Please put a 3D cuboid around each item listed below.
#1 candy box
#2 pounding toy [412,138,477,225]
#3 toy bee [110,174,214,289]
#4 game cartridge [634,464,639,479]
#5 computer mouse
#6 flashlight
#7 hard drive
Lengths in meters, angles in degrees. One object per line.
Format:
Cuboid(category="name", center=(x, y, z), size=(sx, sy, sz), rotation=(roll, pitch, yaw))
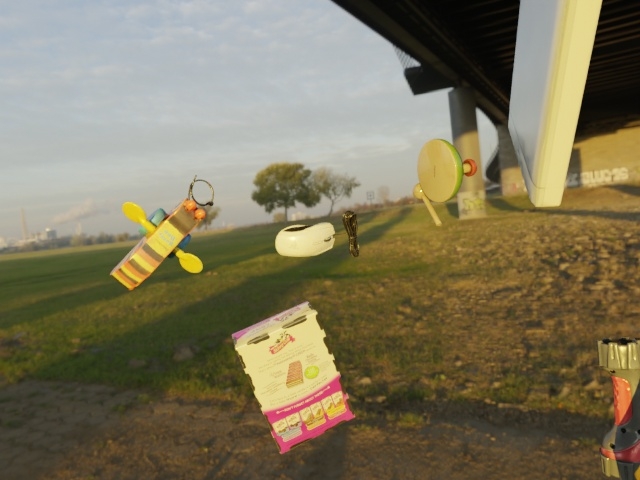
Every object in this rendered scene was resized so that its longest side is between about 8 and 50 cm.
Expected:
Cuboid(category="candy box", center=(-0.049, 0.253, 0.928), size=(0.159, 0.234, 0.071), rotation=(-22, 17, -12))
Cuboid(category="pounding toy", center=(0.375, -0.188, 1.465), size=(0.110, 0.237, 0.183), rotation=(-11, 47, -22))
Cuboid(category="toy bee", center=(-0.316, -0.034, 1.039), size=(0.195, 0.299, 0.162), rotation=(24, -19, -28))
Cuboid(category="game cartridge", center=(0.663, 0.384, 0.799), size=(0.052, 0.324, 0.285), rotation=(15, 24, 0))
Cuboid(category="computer mouse", center=(0.000, 0.000, 1.051), size=(0.192, 0.106, 0.042), rotation=(-11, 25, -23))
Cuboid(category="flashlight", center=(0.677, 0.375, 1.124), size=(0.103, 0.305, 0.103), rotation=(-6, 0, -28))
Cuboid(category="hard drive", center=(0.301, -0.254, 0.659), size=(0.047, 0.353, 0.233), rotation=(-2, 43, 11))
